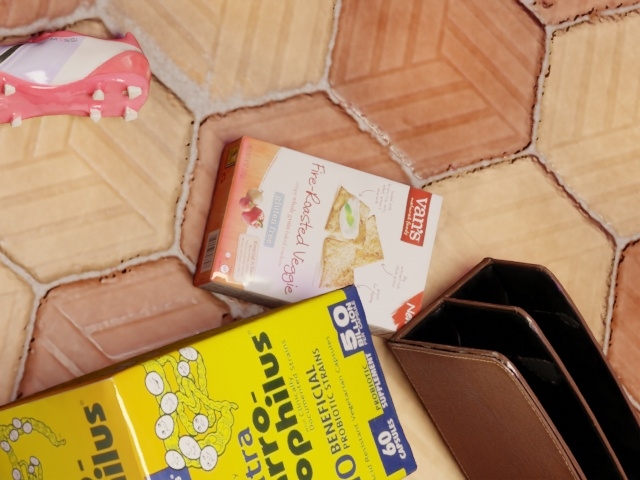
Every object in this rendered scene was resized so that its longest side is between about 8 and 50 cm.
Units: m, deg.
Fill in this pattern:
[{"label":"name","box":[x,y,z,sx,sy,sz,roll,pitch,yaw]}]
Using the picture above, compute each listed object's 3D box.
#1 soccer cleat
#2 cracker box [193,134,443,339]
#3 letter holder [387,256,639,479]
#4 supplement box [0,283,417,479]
[{"label":"soccer cleat","box":[-0.290,-0.166,1.713,0.248,0.083,0.095,-1,51,-16]},{"label":"cracker box","box":[0.000,0.000,1.797,0.232,0.067,0.156,16,78,-19]},{"label":"letter holder","box":[0.243,0.187,1.752,0.152,0.214,0.302,-38,110,-22]},{"label":"supplement box","box":[-0.106,0.187,1.582,0.356,0.195,0.194,-19,90,-52]}]
